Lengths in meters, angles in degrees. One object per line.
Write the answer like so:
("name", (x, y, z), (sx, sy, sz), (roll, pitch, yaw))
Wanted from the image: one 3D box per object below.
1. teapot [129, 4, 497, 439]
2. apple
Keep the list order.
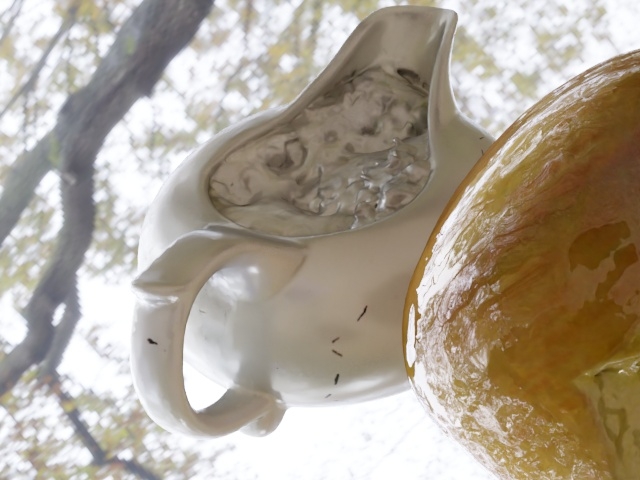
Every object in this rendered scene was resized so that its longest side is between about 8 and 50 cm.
("teapot", (0.000, 0.000, 0.787), (0.208, 0.166, 0.300), (19, -146, 19))
("apple", (0.125, 0.022, 0.582), (0.199, 0.199, 0.199), (13, -118, -26))
